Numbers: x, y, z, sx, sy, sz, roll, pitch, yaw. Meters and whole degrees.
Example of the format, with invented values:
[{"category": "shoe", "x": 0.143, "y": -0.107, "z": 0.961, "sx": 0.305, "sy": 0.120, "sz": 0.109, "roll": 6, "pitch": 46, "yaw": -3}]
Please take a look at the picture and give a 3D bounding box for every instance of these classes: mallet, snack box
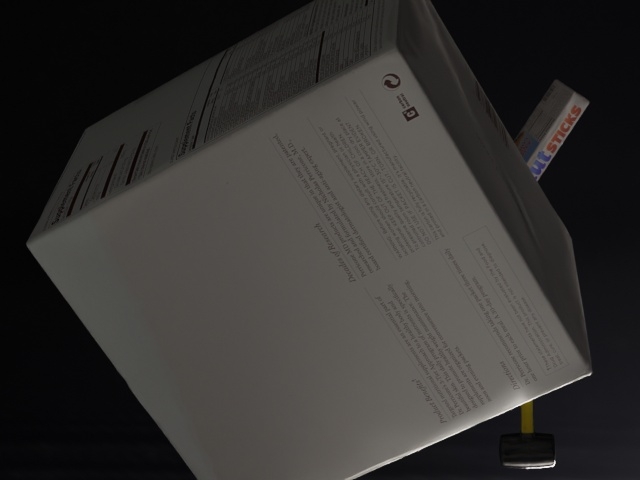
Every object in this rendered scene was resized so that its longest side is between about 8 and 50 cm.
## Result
[{"category": "mallet", "x": 0.212, "y": 0.164, "z": 1.752, "sx": 0.062, "sy": 0.039, "sz": 0.190, "roll": -9, "pitch": -67, "yaw": 7}, {"category": "snack box", "x": 0.195, "y": -0.072, "z": 1.582, "sx": 0.022, "sy": 0.064, "sz": 0.178, "roll": 30, "pitch": -80, "yaw": -18}]

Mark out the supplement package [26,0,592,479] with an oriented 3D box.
[{"category": "supplement package", "x": 0.000, "y": 0.000, "z": 0.830, "sx": 0.203, "sy": 0.149, "sz": 0.194, "roll": -26, "pitch": -68, "yaw": 16}]
